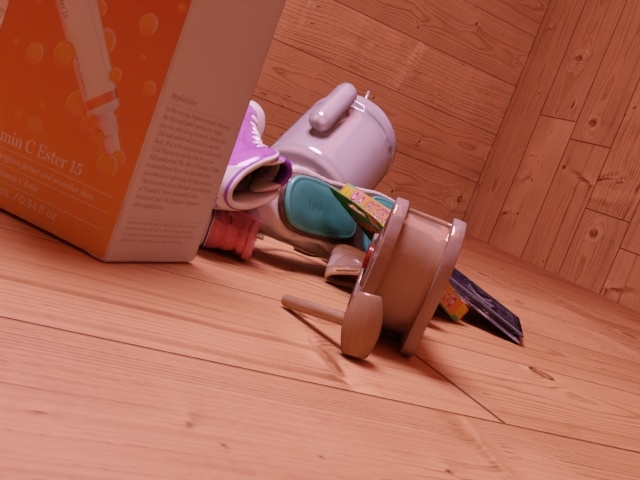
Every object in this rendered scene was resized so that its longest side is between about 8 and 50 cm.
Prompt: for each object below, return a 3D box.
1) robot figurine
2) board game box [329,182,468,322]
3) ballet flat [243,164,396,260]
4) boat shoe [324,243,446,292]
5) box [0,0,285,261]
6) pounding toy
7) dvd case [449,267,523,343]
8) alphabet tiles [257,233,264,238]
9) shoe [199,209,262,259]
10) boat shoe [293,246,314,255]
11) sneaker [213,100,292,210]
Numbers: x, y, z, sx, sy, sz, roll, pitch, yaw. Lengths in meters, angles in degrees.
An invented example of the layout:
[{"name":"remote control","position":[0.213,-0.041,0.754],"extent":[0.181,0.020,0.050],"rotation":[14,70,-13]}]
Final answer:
[{"name":"robot figurine","position":[0.018,-0.153,1.557],"extent":[0.200,0.300,0.353],"rotation":[26,46,16]},{"name":"board game box","position":[0.112,0.014,1.149],"extent":[0.259,0.039,0.124],"rotation":[45,-5,-41]},{"name":"ballet flat","position":[0.026,-0.019,1.241],"extent":[0.139,0.139,0.400],"rotation":[27,4,42]},{"name":"boat shoe","position":[0.084,0.058,1.100],"extent":[0.170,0.059,0.063],"rotation":[17,-26,25]},{"name":"box","position":[-0.203,-0.174,0.854],"extent":[0.215,0.345,0.168],"rotation":[23,7,21]},{"name":"pounding toy","position":[0.056,0.024,0.873],"extent":[0.155,0.154,0.269],"rotation":[21,6,1]},{"name":"dvd case","position":[0.256,0.094,1.315],"extent":[0.164,0.018,0.221],"rotation":[39,9,8]},{"name":"alphabet tiles","position":[-0.251,-0.095,1.321],"extent":[0.342,0.011,0.285],"rotation":[27,5,-14]},{"name":"shoe","position":[-0.126,-0.020,1.089],"extent":[0.081,0.063,0.178],"rotation":[21,12,-10]},{"name":"boat shoe","position":[0.000,0.000,1.353],"extent":[0.050,0.045,0.135],"rotation":[23,7,17]},{"name":"sneaker","position":[-0.097,-0.108,1.078],"extent":[0.161,0.102,0.282],"rotation":[8,32,17]}]
